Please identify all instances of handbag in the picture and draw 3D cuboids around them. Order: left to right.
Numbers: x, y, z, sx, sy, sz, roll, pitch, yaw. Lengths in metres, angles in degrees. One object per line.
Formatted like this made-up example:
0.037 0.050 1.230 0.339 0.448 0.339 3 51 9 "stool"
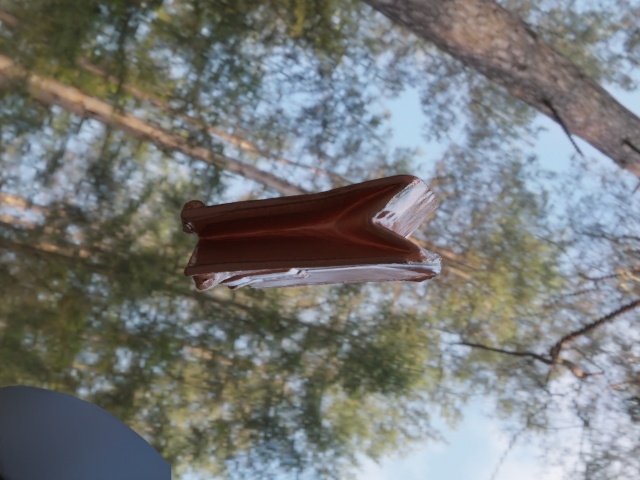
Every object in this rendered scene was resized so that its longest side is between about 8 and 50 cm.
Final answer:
0.000 0.000 0.753 0.157 0.212 0.059 -6 -95 7 "handbag"

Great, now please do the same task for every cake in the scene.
-0.242 0.240 0.939 0.207 0.185 0.178 31 -76 13 "cake"
